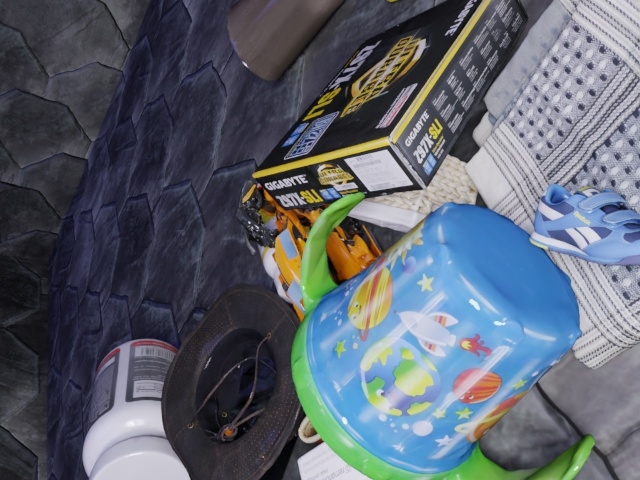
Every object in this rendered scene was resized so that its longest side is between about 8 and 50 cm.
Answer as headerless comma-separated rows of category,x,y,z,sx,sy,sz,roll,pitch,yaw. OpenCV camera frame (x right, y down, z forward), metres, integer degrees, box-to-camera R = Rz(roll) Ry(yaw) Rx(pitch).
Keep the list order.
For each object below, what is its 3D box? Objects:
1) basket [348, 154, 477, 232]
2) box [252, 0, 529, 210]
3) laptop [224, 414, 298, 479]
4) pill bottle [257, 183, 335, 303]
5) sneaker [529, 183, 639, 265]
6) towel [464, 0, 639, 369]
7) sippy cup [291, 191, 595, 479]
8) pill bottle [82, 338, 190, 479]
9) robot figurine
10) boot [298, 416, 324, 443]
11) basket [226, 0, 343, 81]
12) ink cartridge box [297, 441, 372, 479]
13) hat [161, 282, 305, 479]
basket,0.116,-0.065,0.712,0.167,0.113,0.103,16,91,54
box,0.087,-0.183,0.686,0.257,0.079,0.322,-5,43,53
laptop,-0.152,0.380,1.015,0.264,0.136,0.234,-122,52,-76
pill bottle,-0.050,-0.003,0.908,0.119,0.119,0.209,-50,44,32
sneaker,0.235,-0.014,0.443,0.144,0.053,0.059,-154,65,-63
towel,0.261,-0.090,0.484,0.312,0.056,0.324,113,148,-52
sippy cup,0.120,0.090,0.532,0.224,0.305,0.240,-55,14,37
pill bottle,-0.359,0.373,1.065,0.210,0.210,0.363,-67,23,13
robot figurine,0.000,0.000,0.778,0.085,0.211,0.291,-56,50,41
boot,0.037,0.253,0.743,0.158,0.084,0.059,-41,47,37
basket,-0.060,-0.465,1.046,0.227,0.154,0.204,-31,58,40
ink cartridge box,0.098,0.350,0.603,0.198,0.114,0.273,-46,46,35
hat,-0.106,0.237,0.853,0.331,0.134,0.331,-23,52,34
